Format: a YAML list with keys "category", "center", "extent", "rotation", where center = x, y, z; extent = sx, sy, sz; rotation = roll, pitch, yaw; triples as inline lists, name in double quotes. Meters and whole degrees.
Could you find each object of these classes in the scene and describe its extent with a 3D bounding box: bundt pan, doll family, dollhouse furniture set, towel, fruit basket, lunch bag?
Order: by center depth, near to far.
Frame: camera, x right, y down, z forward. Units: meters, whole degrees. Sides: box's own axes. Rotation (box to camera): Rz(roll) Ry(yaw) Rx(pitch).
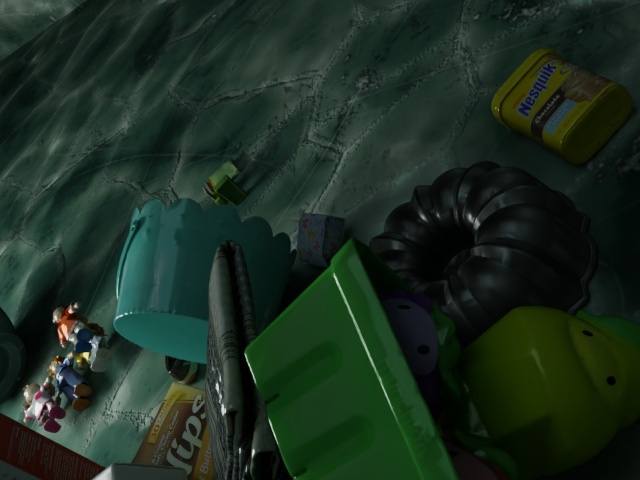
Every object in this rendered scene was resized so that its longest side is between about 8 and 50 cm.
- category: "fruit basket"
  center: [0.160, 0.170, 0.931]
  extent: [0.392, 0.283, 0.392]
  rotation: [-9, 68, 22]
- category: "towel"
  center: [-0.110, 0.217, 1.105]
  extent: [0.324, 0.056, 0.312]
  rotation: [-107, 21, -48]
- category: "bundt pan"
  center: [0.179, 0.033, 1.210]
  extent: [0.331, 0.124, 0.331]
  rotation: [-31, 38, 28]
- category: "lunch bag"
  center: [0.000, 0.000, 1.512]
  extent: [0.071, 0.053, 0.083]
  rotation: [7, 88, 51]
- category: "doll family"
  center: [-0.480, 0.243, 1.805]
  extent: [0.163, 0.118, 0.263]
  rotation: [31, 100, 50]
- category: "dollhouse furniture set"
  center: [-0.199, -0.122, 1.857]
  extent: [0.076, 0.058, 0.151]
  rotation: [-45, 34, 6]

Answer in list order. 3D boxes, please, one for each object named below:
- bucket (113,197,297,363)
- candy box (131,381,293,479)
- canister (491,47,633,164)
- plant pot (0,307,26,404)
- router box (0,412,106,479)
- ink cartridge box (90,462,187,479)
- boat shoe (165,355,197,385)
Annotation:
- category: "bucket"
  center: [-0.187, 0.075, 1.467]
  extent: [0.281, 0.281, 0.183]
  rotation: [-13, 56, 43]
- category: "candy box"
  center: [-0.141, 0.322, 1.330]
  extent: [0.316, 0.087, 0.183]
  rotation: [4, 62, 50]
- category: "canister"
  center: [0.332, -0.187, 1.292]
  extent: [0.126, 0.073, 0.170]
  rotation: [-48, 35, 4]
- category: "plant pot"
  center: [-0.755, 0.248, 1.979]
  extent: [0.196, 0.293, 0.293]
  rotation: [17, 69, 27]
- category: "router box"
  center: [-0.558, 0.427, 1.520]
  extent: [0.335, 0.301, 0.082]
  rotation: [-34, 37, 22]
- category: "ink cartridge box"
  center: [-0.294, 0.457, 1.262]
  extent: [0.289, 0.121, 0.211]
  rotation: [-40, 51, 33]
- category: "boat shoe"
  center: [-0.246, 0.186, 1.619]
  extent: [0.056, 0.049, 0.152]
  rotation: [-43, 34, 12]
